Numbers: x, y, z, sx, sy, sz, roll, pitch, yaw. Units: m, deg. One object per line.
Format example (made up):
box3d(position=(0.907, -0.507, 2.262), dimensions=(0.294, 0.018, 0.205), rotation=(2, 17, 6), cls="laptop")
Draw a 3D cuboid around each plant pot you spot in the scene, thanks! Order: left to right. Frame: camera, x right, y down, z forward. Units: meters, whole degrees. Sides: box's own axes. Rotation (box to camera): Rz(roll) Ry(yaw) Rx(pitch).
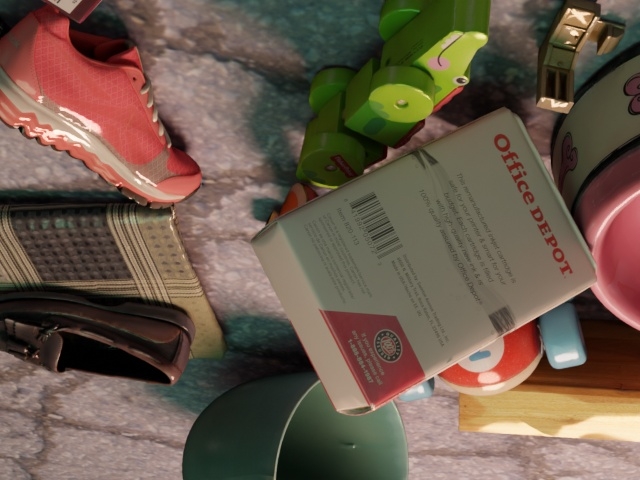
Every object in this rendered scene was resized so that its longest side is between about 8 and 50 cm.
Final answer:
box3d(position=(-0.054, 0.322, 1.770), dimensions=(0.235, 0.293, 0.293), rotation=(-1, 145, 40), cls="plant pot")

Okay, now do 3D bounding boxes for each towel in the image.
box3d(position=(-0.302, 0.056, 1.663), dimensions=(0.312, 0.056, 0.324), rotation=(-2, 140, 10), cls="towel")

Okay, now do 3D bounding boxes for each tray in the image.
box3d(position=(0.381, 0.165, 1.515), dimensions=(0.411, 0.203, 0.076), rotation=(1, 110, 10), cls="tray")

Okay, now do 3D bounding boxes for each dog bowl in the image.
box3d(position=(0.442, -0.034, 1.282), dimensions=(0.408, 0.150, 0.408), rotation=(7, 143, 5), cls="dog bowl")

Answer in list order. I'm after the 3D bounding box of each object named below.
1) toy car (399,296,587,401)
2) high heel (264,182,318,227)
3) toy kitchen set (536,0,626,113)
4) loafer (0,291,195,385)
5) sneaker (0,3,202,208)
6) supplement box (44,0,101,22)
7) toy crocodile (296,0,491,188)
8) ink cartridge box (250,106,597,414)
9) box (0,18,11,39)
box3d(position=(0.162, 0.033, 1.409), dimensions=(0.219, 0.210, 0.238), rotation=(-15, 125, 14), cls="toy car")
box3d(position=(0.000, 0.000, 1.426), dimensions=(0.117, 0.082, 0.244), rotation=(24, 165, -7), cls="high heel")
box3d(position=(0.255, -0.175, 1.197), dimensions=(0.068, 0.075, 0.083), rotation=(12, 147, -5), cls="toy kitchen set")
box3d(position=(-0.321, 0.134, 1.641), dimensions=(0.303, 0.095, 0.109), rotation=(3, 141, 4), cls="loafer")
box3d(position=(-0.216, -0.140, 1.323), dimensions=(0.136, 0.116, 0.314), rotation=(-49, 138, 9), cls="sneaker")
box3d(position=(-0.267, -0.299, 1.126), dimensions=(0.188, 0.104, 0.081), rotation=(30, 139, -26), cls="supplement box")
box3d(position=(0.069, -0.143, 1.253), dimensions=(0.105, 0.115, 0.340), rotation=(21, 144, -23), cls="toy crocodile")
box3d(position=(0.106, 0.020, 1.256), dimensions=(0.283, 0.207, 0.117), rotation=(-26, 178, -20), cls="ink cartridge box")
box3d(position=(-0.352, -0.194, 1.329), dimensions=(0.062, 0.052, 0.083), rotation=(-14, 138, 28), cls="box")
